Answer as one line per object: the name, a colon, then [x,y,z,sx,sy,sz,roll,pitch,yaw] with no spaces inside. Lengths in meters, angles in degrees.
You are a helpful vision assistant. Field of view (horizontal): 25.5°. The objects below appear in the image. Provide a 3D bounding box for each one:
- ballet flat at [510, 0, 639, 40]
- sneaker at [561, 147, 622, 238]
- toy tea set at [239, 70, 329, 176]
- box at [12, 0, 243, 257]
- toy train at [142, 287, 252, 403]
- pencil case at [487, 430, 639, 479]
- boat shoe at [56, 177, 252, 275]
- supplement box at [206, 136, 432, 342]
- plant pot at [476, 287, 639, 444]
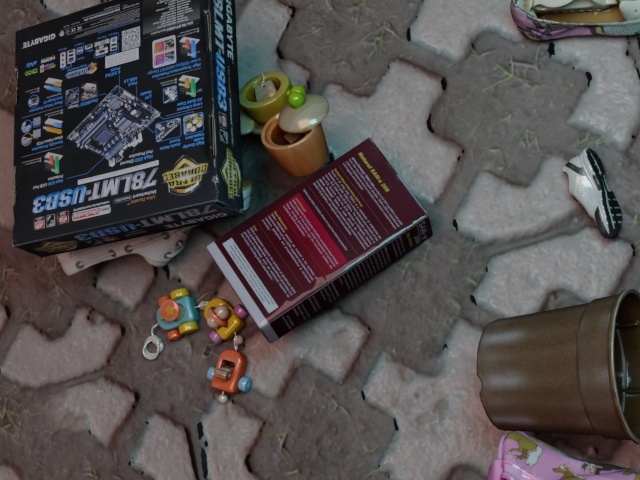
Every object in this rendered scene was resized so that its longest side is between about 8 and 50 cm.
ballet flat: [0.325,-0.277,1.636,0.221,0.079,0.077,-4,78,23]
sneaker: [0.312,-0.050,1.627,0.044,0.040,0.109,-29,66,33]
toy tea set: [-0.137,-0.160,1.748,0.336,0.124,0.200,-6,45,24]
box: [-0.238,-0.148,1.715,0.295,0.073,0.293,-12,72,25]
toy train: [-0.156,0.127,1.788,0.166,0.046,0.125,19,88,25]
pencil case: [0.360,0.305,1.457,0.386,0.167,0.160,9,117,23]
boat shoe: [-0.211,-0.014,1.822,0.277,0.098,0.096,-12,102,13]
supplement box: [0.000,0.000,1.696,0.239,0.073,0.130,-33,68,-3]
plant pot: [0.269,0.143,1.545,0.165,0.167,0.167,-8,77,30]
